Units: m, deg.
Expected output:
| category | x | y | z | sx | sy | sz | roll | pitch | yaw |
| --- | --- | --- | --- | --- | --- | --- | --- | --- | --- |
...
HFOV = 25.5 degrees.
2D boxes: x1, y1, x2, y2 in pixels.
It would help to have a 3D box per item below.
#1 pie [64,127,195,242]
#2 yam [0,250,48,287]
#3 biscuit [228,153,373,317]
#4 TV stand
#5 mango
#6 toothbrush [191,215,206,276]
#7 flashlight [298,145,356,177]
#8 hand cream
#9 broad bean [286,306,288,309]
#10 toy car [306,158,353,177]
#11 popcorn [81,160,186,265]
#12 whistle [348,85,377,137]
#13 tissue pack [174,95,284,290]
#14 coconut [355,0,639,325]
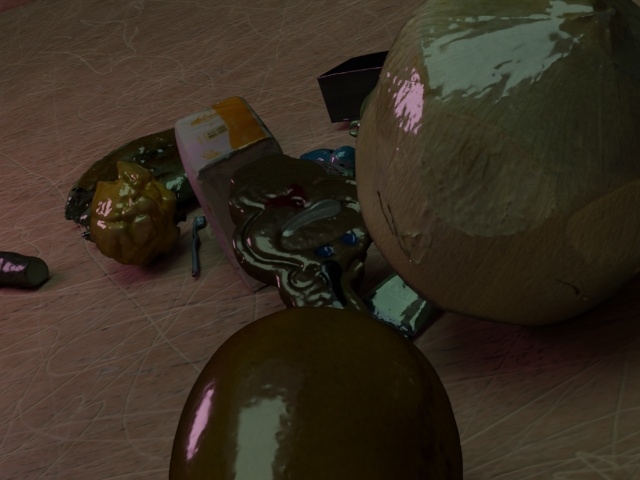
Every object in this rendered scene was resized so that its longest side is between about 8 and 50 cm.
| category | x | y | z | sx | sy | sz | roll | pitch | yaw |
| --- | --- | --- | --- | --- | --- | --- | --- | --- | --- |
| pie | -0.265 | -0.100 | 2.221 | 0.302 | 0.067 | 0.302 | -20 | 25 | 10 |
| yam | -0.520 | 0.042 | 2.183 | 0.274 | 0.061 | 0.061 | 1 | 35 | 43 |
| biscuit | -0.008 | 0.003 | 1.617 | 0.183 | 0.047 | 0.319 | -9 | 44 | -1 |
| TV stand | 0.126 | -0.235 | 2.087 | 0.269 | 0.082 | 0.088 | -1 | 24 | 45 |
| mango | -0.004 | 0.216 | 1.125 | 0.221 | 0.264 | 0.378 | -23 | 40 | 24 |
| toothbrush | -0.173 | 0.007 | 1.982 | 0.019 | 0.013 | 0.193 | -13 | 25 | 4 |
| flashlight | 0.014 | -0.110 | 2.010 | 0.051 | 0.051 | 0.129 | -36 | 21 | -24 |
| hand cream | 0.144 | 0.025 | 1.605 | 0.086 | 0.055 | 0.235 | 28 | 56 | 37 |
| broad bean | 0.008 | 0.089 | 1.609 | 0.098 | 0.056 | 0.318 | -5 | 33 | -4 |
| toy car | 0.012 | -0.063 | 1.895 | 0.069 | 0.055 | 0.142 | 10 | 27 | -13 |
| popcorn | -0.264 | -0.035 | 2.000 | 0.152 | 0.148 | 0.167 | -5 | 33 | -10 |
| whistle | 0.182 | -0.157 | 1.890 | 0.294 | 0.141 | 0.141 | 0 | 29 | 8 |
| tissue pack | -0.100 | -0.069 | 1.861 | 0.124 | 0.185 | 0.225 | -27 | 24 | -3 |
| coconut | 0.217 | -0.103 | 1.405 | 0.346 | 0.346 | 0.360 | -46 | -6 | -39 |
